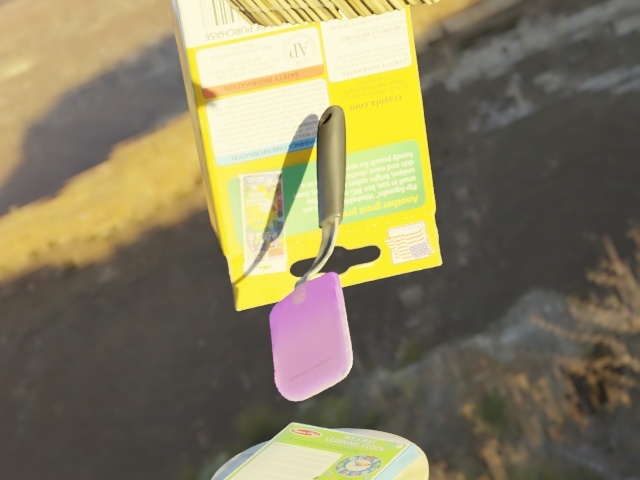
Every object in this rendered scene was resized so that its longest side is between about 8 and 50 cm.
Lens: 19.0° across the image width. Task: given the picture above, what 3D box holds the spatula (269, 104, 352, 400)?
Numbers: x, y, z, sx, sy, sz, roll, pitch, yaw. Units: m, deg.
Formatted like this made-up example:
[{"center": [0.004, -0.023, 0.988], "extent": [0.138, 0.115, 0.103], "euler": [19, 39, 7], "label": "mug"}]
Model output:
[{"center": [0.000, 0.000, 1.550], "extent": [0.084, 0.030, 0.296], "euler": [-32, 36, 35], "label": "spatula"}]

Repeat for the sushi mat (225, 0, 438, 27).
[{"center": [-0.065, -0.214, 1.118], "extent": [0.151, 0.316, 0.019], "euler": [-3, 64, 33], "label": "sushi mat"}]

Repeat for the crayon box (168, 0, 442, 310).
[{"center": [-0.014, -0.116, 1.734], "extent": [0.203, 0.323, 0.083], "euler": [-12, 23, -8], "label": "crayon box"}]

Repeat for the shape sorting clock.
[{"center": [-0.001, 0.225, 1.774], "extent": [0.206, 0.040, 0.206], "euler": [-9, 22, 4], "label": "shape sorting clock"}]
